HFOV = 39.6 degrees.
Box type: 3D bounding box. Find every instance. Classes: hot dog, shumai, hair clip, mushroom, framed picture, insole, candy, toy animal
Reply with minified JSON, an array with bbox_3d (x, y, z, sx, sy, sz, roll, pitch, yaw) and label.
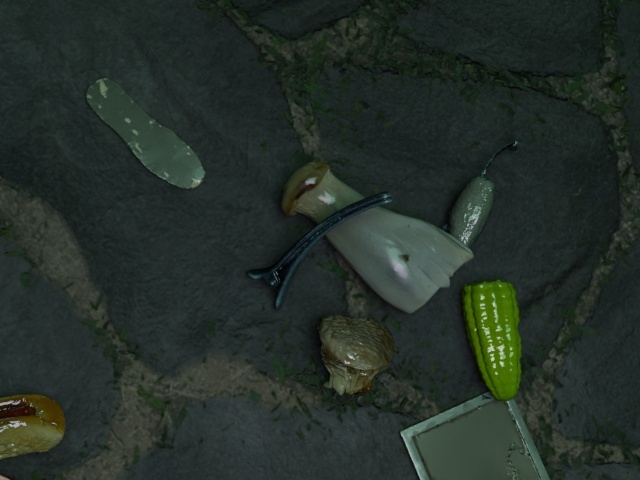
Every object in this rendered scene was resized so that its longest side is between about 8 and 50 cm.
[{"bbox_3d":[-0.495,0.275,1.294,0.242,0.073,0.084,-7,42,-25],"label":"hot dog"},{"bbox_3d":[0.045,0.192,1.448,0.145,0.145,0.116,16,116,-8],"label":"shumai"},{"bbox_3d":[0.000,0.000,1.431,0.275,0.048,0.083,-41,85,21],"label":"hair clip"},{"bbox_3d":[0.087,-0.014,1.500,0.329,0.122,0.159,38,60,1],"label":"mushroom"},{"bbox_3d":[0.277,0.405,1.488,0.216,0.016,0.273,-20,81,-15],"label":"framed picture"},{"bbox_3d":[-0.297,-0.178,1.504,0.248,0.011,0.081,44,71,0],"label":"insole"},{"bbox_3d":[0.297,0.168,1.511,0.097,0.097,0.209,-6,81,-13],"label":"candy"},{"bbox_3d":[0.285,-0.090,1.573,0.070,0.079,0.253,30,73,-5],"label":"toy animal"}]

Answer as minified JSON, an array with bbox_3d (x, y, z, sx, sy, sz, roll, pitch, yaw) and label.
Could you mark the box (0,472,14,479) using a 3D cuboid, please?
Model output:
[{"bbox_3d":[-0.420,0.397,1.320,0.218,0.055,0.039,29,71,-5],"label":"box"}]
